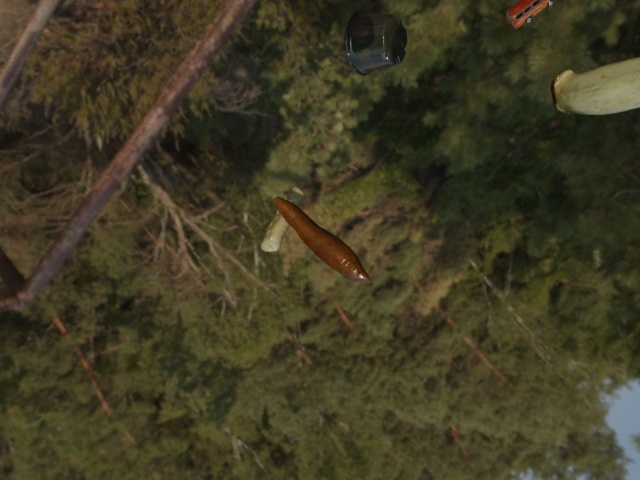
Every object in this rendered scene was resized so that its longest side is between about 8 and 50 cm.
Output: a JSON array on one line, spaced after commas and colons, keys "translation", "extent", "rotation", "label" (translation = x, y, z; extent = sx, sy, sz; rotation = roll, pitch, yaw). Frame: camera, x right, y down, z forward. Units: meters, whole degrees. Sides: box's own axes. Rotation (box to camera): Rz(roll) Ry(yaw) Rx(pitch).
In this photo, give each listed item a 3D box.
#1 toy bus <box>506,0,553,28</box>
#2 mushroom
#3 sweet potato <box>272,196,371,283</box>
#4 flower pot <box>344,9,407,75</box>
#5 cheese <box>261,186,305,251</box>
[{"translation": [0.398, -0.444, 1.125], "extent": [0.110, 0.031, 0.043], "rotation": [-38, 145, 3], "label": "toy bus"}, {"translation": [0.611, -0.308, 1.183], "extent": [0.333, 0.107, 0.087], "rotation": [1, -123, 51], "label": "mushroom"}, {"translation": [-0.001, 0.001, 1.172], "extent": [0.057, 0.264, 0.057], "rotation": [-38, 151, -25], "label": "sweet potato"}, {"translation": [0.143, -0.487, 1.475], "extent": [0.157, 0.106, 0.158], "rotation": [-13, 107, -50], "label": "flower pot"}, {"translation": [-0.092, -0.051, 1.455], "extent": [0.064, 0.043, 0.194], "rotation": [-27, -149, 45], "label": "cheese"}]
